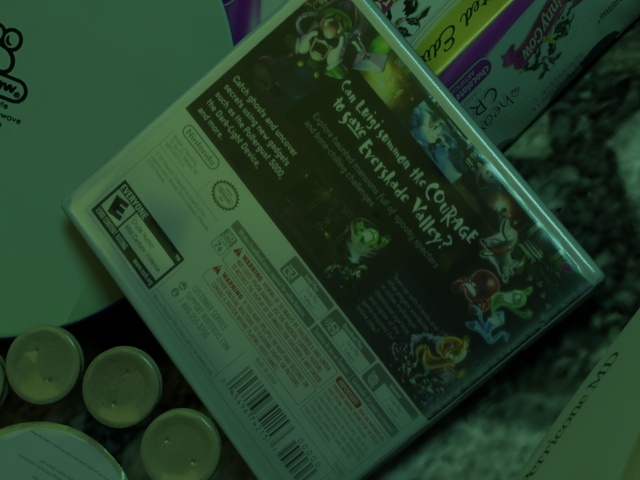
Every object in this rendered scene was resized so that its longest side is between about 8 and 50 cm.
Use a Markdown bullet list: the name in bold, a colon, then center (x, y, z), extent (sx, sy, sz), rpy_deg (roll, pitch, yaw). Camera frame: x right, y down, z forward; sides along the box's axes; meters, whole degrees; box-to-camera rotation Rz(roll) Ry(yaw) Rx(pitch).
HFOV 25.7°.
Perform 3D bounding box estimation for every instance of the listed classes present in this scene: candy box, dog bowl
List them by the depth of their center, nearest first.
- **dog bowl**: center (-0.179, -0.076, 0.708), extent (0.265, 0.265, 0.104), rpy_deg (-60, 17, -18)
- **candy box**: center (0.033, -0.130, 0.743), extent (0.159, 0.071, 0.233), rpy_deg (-45, 43, -1)

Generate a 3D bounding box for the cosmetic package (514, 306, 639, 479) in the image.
- **cosmetic package**: center (0.169, 0.056, 0.338), extent (0.160, 0.113, 0.309), rpy_deg (-52, 5, -10)

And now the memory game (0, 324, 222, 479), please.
- **memory game**: center (-0.124, 0.130, 0.625), extent (0.186, 0.012, 0.186), rpy_deg (-1, 83, 11)

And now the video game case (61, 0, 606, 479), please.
- **video game case**: center (0.000, 0.000, 0.625), extent (0.173, 0.022, 0.190), rpy_deg (-41, 74, 9)
